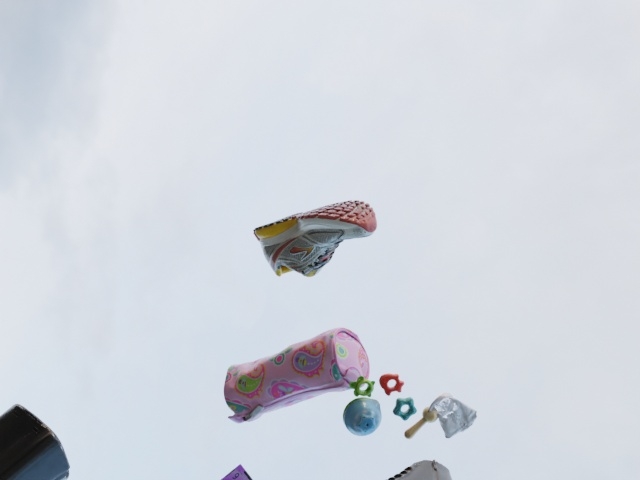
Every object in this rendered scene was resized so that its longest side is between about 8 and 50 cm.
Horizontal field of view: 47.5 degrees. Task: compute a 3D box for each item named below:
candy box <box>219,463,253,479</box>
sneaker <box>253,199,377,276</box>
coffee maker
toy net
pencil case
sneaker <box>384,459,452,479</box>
[{"bbox_3d":[-0.177,0.541,1.347,0.196,0.070,0.165,-36,-144,-17],"label":"candy box"},{"bbox_3d":[0.000,0.000,1.038,0.225,0.088,0.092,-14,-84,50],"label":"sneaker"},{"bbox_3d":[-0.411,0.297,0.900,0.120,0.178,0.171,41,-38,10],"label":"coffee maker"},{"bbox_3d":[0.158,0.286,1.269,0.045,0.232,0.122,-139,-129,-77],"label":"toy net"},{"bbox_3d":[-0.051,0.254,1.347,0.284,0.124,0.124,-24,-113,27],"label":"pencil case"},{"bbox_3d":[0.111,0.393,1.117,0.118,0.222,0.083,-104,-150,-62],"label":"sneaker"}]
